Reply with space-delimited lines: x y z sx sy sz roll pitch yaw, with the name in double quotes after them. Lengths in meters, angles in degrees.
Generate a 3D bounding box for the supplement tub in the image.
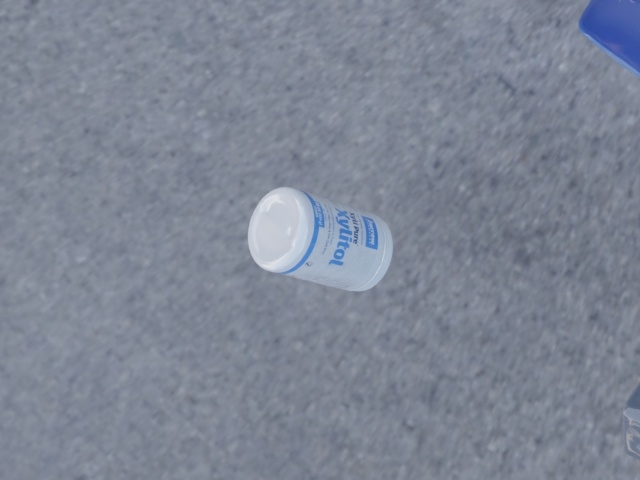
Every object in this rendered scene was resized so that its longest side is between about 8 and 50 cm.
0.000 0.000 1.103 0.071 0.107 0.071 -15 69 43 "supplement tub"

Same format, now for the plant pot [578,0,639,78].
0.391 -0.187 1.076 0.236 0.236 0.212 49 121 41 "plant pot"

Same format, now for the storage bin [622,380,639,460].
0.291 0.120 1.015 0.091 0.135 0.098 18 139 31 "storage bin"
